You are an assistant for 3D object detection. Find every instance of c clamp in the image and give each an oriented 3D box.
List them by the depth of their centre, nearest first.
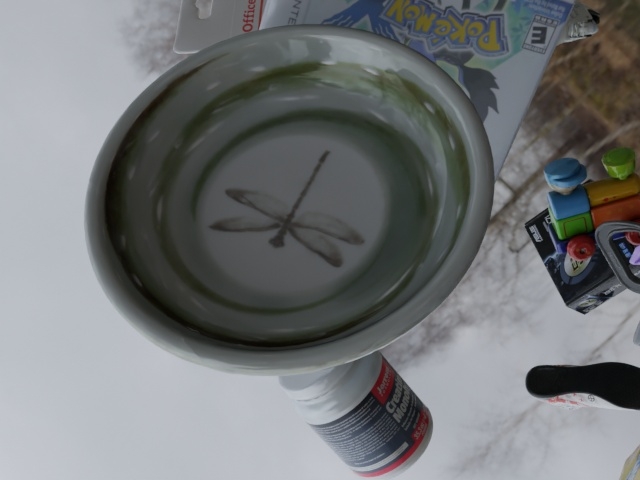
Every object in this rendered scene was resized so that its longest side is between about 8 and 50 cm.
[{"bbox_3d":[0.466,0.028,1.342,0.161,0.022,0.137,50,149,-17],"label":"c clamp"}]

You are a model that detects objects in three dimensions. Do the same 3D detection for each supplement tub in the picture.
[{"bbox_3d":[0.067,0.302,1.778,0.272,0.191,0.191,50,-169,-25],"label":"supplement tub"}]

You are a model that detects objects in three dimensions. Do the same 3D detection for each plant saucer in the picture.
[{"bbox_3d":[-0.029,-0.038,0.952,0.400,0.400,0.100,53,169,29],"label":"plant saucer"}]

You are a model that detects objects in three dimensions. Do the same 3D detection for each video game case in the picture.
[{"bbox_3d":[0.085,-0.193,1.106,0.329,0.300,0.036,14,-150,-9],"label":"video game case"}]

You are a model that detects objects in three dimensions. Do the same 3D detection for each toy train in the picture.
[{"bbox_3d":[0.454,-0.076,1.401,0.105,0.248,0.143,-94,-14,-57],"label":"toy train"}]

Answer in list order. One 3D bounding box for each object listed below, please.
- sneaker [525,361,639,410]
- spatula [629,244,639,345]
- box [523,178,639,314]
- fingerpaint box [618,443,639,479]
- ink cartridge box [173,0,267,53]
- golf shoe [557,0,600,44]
[{"bbox_3d":[0.555,0.293,1.895,0.145,0.270,0.090,30,-117,-61],"label":"sneaker"},{"bbox_3d":[0.422,0.067,1.195,0.296,0.084,0.030,75,-169,-55],"label":"spatula"},{"bbox_3d":[0.462,0.011,1.649,0.077,0.147,0.180,21,-140,-47],"label":"box"},{"bbox_3d":[0.527,0.496,1.224,0.371,0.163,0.445,33,-135,12],"label":"fingerpaint box"},{"bbox_3d":[-0.010,-0.295,1.320,0.119,0.353,0.207,81,-170,-54],"label":"ink cartridge box"},{"bbox_3d":[0.407,-0.353,1.546,0.086,0.069,0.176,16,-144,20],"label":"golf shoe"}]
